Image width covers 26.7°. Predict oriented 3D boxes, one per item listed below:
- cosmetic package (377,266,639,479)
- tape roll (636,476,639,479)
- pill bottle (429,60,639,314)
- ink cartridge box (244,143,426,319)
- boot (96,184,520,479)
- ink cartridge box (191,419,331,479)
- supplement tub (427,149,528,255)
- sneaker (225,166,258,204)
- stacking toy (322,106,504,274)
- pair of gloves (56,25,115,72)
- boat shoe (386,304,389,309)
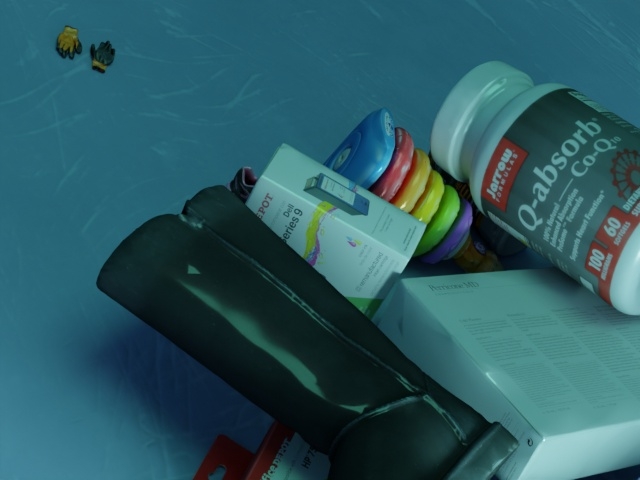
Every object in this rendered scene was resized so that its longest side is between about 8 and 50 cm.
[{"bbox_3d":[0.299,0.156,1.676,0.377,0.097,0.284,-3,41,-38],"label":"cosmetic package"},{"bbox_3d":[0.457,0.402,1.592,0.275,0.090,0.274,18,39,-15],"label":"tape roll"},{"bbox_3d":[0.330,-0.079,1.785,0.210,0.210,0.363,-15,42,-43],"label":"pill bottle"},{"bbox_3d":[0.000,0.000,1.699,0.212,0.154,0.093,31,38,0],"label":"ink cartridge box"},{"bbox_3d":[-0.051,0.145,1.366,0.445,0.146,0.367,42,27,13],"label":"boot"},{"bbox_3d":[-0.018,0.278,1.426,0.231,0.078,0.134,29,36,0],"label":"ink cartridge box"},{"bbox_3d":[0.249,-0.079,1.991,0.117,0.117,0.190,-11,52,-41],"label":"supplement tub"},{"bbox_3d":[-0.076,-0.051,1.791,0.119,0.057,0.047,44,37,16],"label":"sneaker"},{"bbox_3d":[0.144,-0.028,1.860,0.302,0.166,0.175,36,25,-17],"label":"stacking toy"},{"bbox_3d":[-0.332,-0.273,1.914,0.083,0.010,0.074,21,37,-13],"label":"pair of gloves"},{"bbox_3d":[0.140,0.122,1.745,0.133,0.042,0.049,25,40,-12],"label":"boat shoe"}]
